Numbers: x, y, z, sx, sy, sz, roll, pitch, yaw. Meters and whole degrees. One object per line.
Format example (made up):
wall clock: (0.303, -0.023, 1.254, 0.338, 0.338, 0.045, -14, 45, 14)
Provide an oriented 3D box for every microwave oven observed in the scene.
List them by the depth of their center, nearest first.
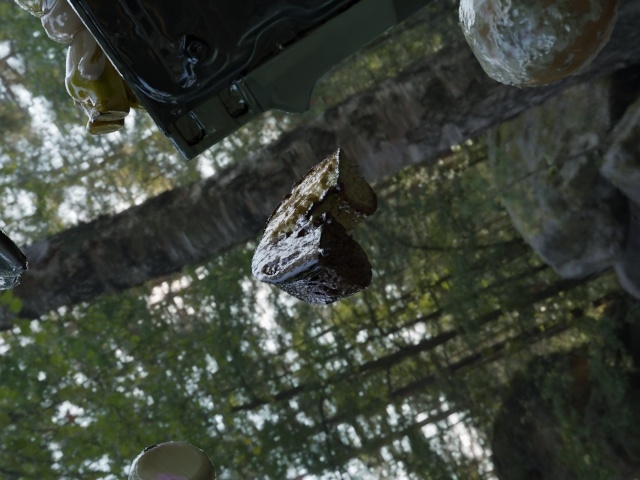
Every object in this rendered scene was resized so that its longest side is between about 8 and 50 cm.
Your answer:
microwave oven: (-0.024, -0.267, 0.529, 0.286, 0.355, 0.218, 58, 180, -28)

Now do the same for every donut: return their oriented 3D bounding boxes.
donut: (0.000, -0.002, 0.909, 0.085, 0.141, 0.217, 42, -144, -23)

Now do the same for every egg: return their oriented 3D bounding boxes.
egg: (0.282, -0.315, 1.001, 0.245, 0.204, 0.203, 92, 162, -44)

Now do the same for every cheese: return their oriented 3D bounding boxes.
cheese: (-0.218, 0.406, 1.264, 0.227, 0.137, 0.064, 21, 124, 45)

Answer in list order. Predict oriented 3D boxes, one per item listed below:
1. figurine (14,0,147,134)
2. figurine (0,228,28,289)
figurine: (-0.234, -0.227, 0.759, 0.156, 0.131, 0.246, -25, 81, 63)
figurine: (-0.353, 0.097, 0.454, 0.232, 0.340, 0.323, 17, 150, 28)
